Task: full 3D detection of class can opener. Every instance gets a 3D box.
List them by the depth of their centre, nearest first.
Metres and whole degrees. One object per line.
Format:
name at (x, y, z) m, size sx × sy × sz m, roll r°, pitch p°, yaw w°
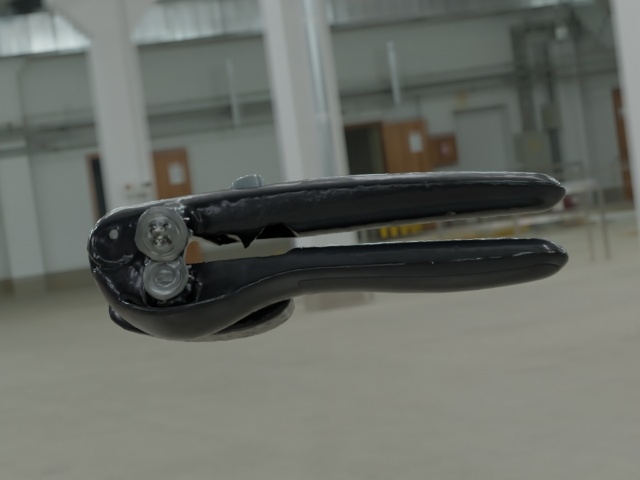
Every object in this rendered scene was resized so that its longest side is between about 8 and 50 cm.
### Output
can opener at (0.000, 0.000, 0.615) m, size 0.186 × 0.059 × 0.073 m, roll -11°, pitch -8°, yaw 16°
